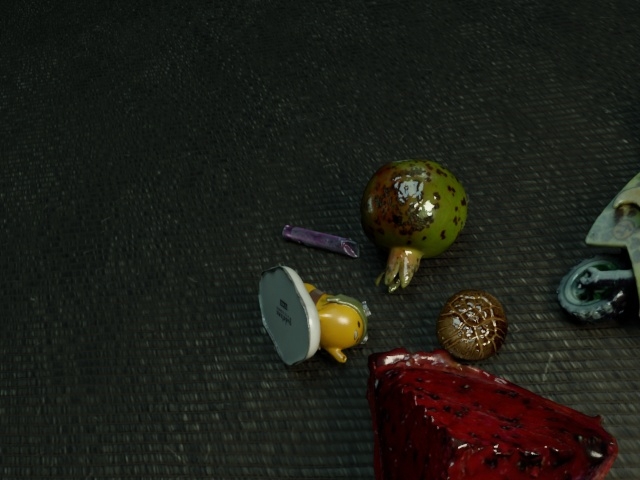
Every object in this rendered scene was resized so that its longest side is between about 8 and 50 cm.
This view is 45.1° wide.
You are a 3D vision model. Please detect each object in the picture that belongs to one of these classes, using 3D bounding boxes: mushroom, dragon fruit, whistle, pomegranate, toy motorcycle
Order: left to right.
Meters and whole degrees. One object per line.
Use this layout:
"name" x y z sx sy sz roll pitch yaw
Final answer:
"whistle" 0.000 0.000 1.510 0.176 0.033 0.033 14 51 31
"pomegranate" 0.154 -0.031 1.400 0.198 0.198 0.246 33 102 41
"dragon fruit" 0.197 0.305 1.085 0.285 0.228 0.329 2 13 -25
"mushroom" 0.242 0.135 1.243 0.109 0.085 0.126 10 57 27
"toy motorcycle" 0.557 -0.019 1.208 0.410 0.169 0.237 -52 35 -8

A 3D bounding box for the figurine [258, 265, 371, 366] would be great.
"figurine" -0.005 0.117 1.332 0.141 0.167 0.250 -7 24 -22
